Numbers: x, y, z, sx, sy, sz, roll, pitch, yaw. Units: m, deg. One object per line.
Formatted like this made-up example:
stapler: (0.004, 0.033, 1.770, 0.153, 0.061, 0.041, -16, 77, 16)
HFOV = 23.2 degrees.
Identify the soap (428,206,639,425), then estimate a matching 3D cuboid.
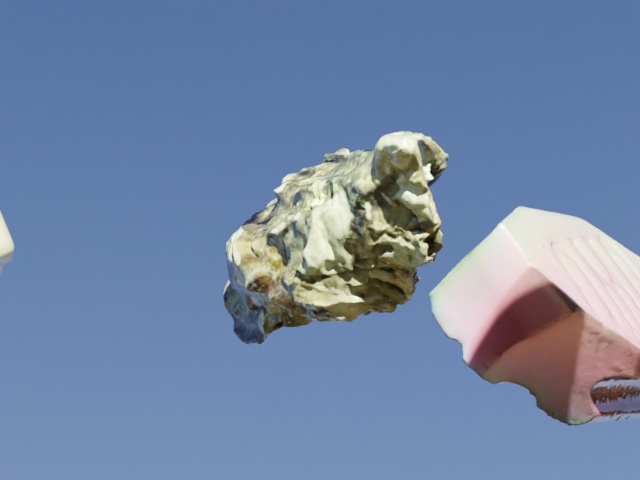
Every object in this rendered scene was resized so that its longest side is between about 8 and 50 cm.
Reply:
soap: (0.231, 0.069, 1.453, 0.109, 0.193, 0.324, -43, -24, 23)

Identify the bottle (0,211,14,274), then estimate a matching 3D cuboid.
bottle: (-0.261, -0.034, 0.971, 0.104, 0.245, 0.104, -22, 1, 0)

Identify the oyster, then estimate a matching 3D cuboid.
oyster: (0.003, 0.002, 1.067, 0.087, 0.252, 0.199, 31, -84, -20)
